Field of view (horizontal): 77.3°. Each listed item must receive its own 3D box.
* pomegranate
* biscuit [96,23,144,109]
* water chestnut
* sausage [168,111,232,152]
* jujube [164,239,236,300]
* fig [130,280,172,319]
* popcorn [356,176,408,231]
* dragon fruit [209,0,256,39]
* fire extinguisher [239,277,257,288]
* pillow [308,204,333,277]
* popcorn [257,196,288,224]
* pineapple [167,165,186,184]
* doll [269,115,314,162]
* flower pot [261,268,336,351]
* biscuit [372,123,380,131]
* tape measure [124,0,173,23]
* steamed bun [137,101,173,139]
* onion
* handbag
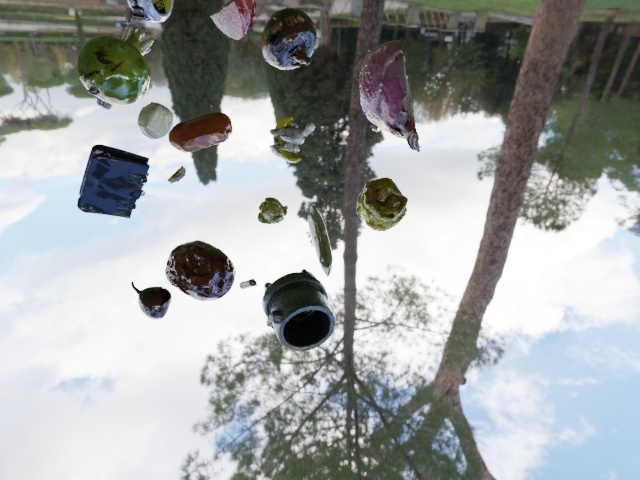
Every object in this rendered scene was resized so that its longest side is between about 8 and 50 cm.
[{"bbox_3d":[-0.789,-0.693,1.578,0.261,0.340,0.260,27,170,5],"label":"pomegranate"},{"bbox_3d":[-0.989,-0.858,1.981,0.079,0.426,0.144,27,-156,-22],"label":"biscuit"},{"bbox_3d":[-0.145,-0.958,1.960,0.300,0.299,0.300,2,-154,-1],"label":"water chestnut"},{"bbox_3d":[-0.484,-0.441,1.624,0.259,0.133,0.133,-21,-150,-6],"label":"sausage"},{"bbox_3d":[-0.593,0.143,1.963,0.377,0.276,0.277,22,-148,33],"label":"jujube"},{"bbox_3d":[-0.789,0.279,1.890,0.150,0.202,0.148,-24,-142,18],"label":"fig"},{"bbox_3d":[0.221,-0.133,1.412,0.198,0.155,0.197,6,-118,-11],"label":"popcorn"},{"bbox_3d":[-0.362,-0.971,1.726,0.163,0.189,0.262,-21,-154,-35],"label":"dragon fruit"},{"bbox_3d":[-0.417,0.257,2.350,0.050,0.062,0.177,-4,171,-37],"label":"fire extinguisher"},{"bbox_3d":[0.000,0.000,1.755,0.075,0.185,0.302,-13,-108,-2],"label":"pillow"},{"bbox_3d":[-0.234,-0.147,1.957,0.163,0.135,0.141,-14,-175,-8],"label":"popcorn"},{"bbox_3d":[-0.508,-0.234,1.437,0.019,0.083,0.045,50,-170,9],"label":"pineapple"},{"bbox_3d":[-0.164,-0.540,2.128,0.252,0.237,0.111,27,-160,26],"label":"doll"},{"bbox_3d":[-0.107,0.284,1.650,0.299,0.298,0.282,-6,-146,-16],"label":"flower pot"},{"bbox_3d":[0.295,-0.545,1.615,0.212,0.238,0.041,-40,-103,-22],"label":"biscuit"},{"bbox_3d":[-0.576,-0.821,1.328,0.105,0.178,0.196,13,-132,9],"label":"tape measure"},{"bbox_3d":[-0.609,-0.436,1.470,0.091,0.129,0.112,21,176,33],"label":"steamed bun"},{"bbox_3d":[0.200,-0.412,1.212,0.159,0.267,0.348,-10,-117,19],"label":"onion"},{"bbox_3d":[-0.895,-0.253,1.771,0.269,0.325,0.118,11,-138,-37],"label":"handbag"}]
